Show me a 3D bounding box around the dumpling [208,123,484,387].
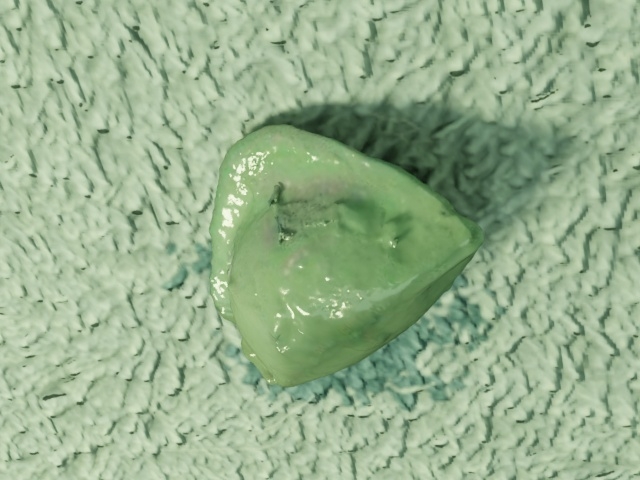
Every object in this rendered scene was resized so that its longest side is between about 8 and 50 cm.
[{"bbox_3d":[0.001,0.011,0.913,0.149,0.105,0.216,36,136,-25],"label":"dumpling"}]
